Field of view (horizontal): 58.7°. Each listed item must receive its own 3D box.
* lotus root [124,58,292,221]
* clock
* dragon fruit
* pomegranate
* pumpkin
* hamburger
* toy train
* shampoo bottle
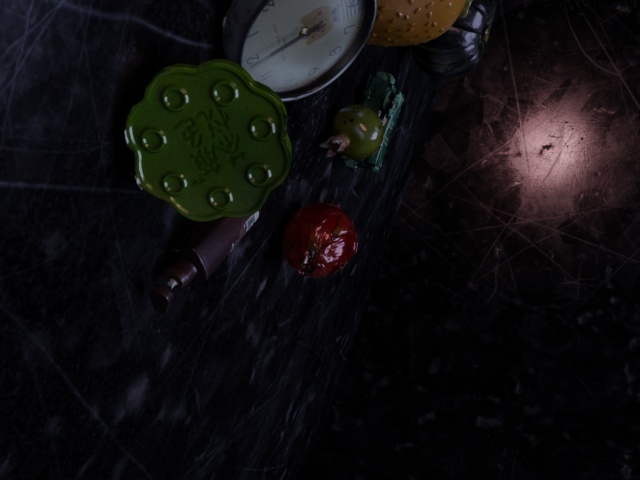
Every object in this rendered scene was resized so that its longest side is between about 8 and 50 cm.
[{"bbox_3d":[-0.121,-0.133,0.679,0.186,0.186,0.186,20,90,-77],"label":"lotus root"},{"bbox_3d":[-0.024,-0.288,0.779,0.226,0.049,0.226,-29,156,-14],"label":"clock"},{"bbox_3d":[0.000,0.000,1.285,0.209,0.172,0.172,-76,-178,-74],"label":"dragon fruit"},{"bbox_3d":[0.076,-0.239,1.335,0.159,0.129,0.129,-58,163,-18],"label":"pomegranate"},{"bbox_3d":[0.396,-0.658,1.729,0.323,0.241,0.323,18,90,-78],"label":"pumpkin"},{"bbox_3d":[0.118,-0.427,0.893,0.274,0.275,0.212,49,46,-75],"label":"hamburger"},{"bbox_3d":[0.140,-0.305,1.511,0.154,0.115,0.269,11,98,-74],"label":"toy train"},{"bbox_3d":[-0.172,0.011,0.849,0.236,0.067,0.068,-54,141,-45],"label":"shampoo bottle"}]
